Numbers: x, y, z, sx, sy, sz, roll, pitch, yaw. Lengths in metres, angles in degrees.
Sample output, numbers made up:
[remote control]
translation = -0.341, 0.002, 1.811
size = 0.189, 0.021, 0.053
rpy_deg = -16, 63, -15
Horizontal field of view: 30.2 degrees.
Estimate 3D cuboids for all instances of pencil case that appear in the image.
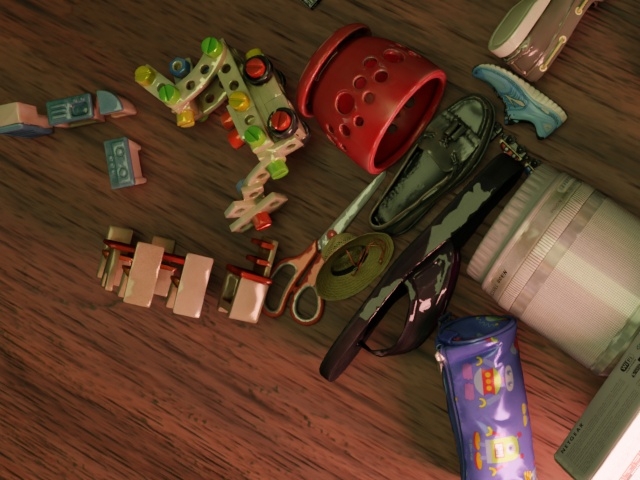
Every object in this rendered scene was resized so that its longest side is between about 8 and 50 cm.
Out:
[pencil case]
translation = 0.246, 0.258, 1.760
size = 0.133, 0.119, 0.306
rpy_deg = -13, 101, -15

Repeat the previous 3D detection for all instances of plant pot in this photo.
[plant pot]
translation = 0.070, -0.224, 1.805
size = 0.174, 0.191, 0.191
rpy_deg = 38, 98, 14

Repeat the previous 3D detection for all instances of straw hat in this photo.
[straw hat]
translation = 0.039, 0.023, 1.860
size = 0.144, 0.144, 0.061
rpy_deg = -45, 54, 10

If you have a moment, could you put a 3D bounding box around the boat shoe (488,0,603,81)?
[boat shoe]
translation = 0.377, -0.376, 1.776
size = 0.091, 0.109, 0.305
rpy_deg = 39, 88, -17

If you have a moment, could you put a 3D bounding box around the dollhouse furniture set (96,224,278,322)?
[dollhouse furniture set]
translation = -0.211, 0.034, 1.857
size = 0.259, 0.262, 0.135
rpy_deg = 14, 91, -20

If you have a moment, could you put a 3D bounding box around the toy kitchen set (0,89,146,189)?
[toy kitchen set]
translation = -0.414, -0.154, 1.959
size = 0.207, 0.122, 0.166
rpy_deg = -10, 87, 14

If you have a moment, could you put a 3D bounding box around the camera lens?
[camera lens]
translation = 0.378, 0.045, 1.710
size = 0.274, 0.219, 0.219
rpy_deg = 36, 98, 11

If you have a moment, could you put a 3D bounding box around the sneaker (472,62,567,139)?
[sneaker]
translation = 0.294, -0.213, 1.814
size = 0.162, 0.063, 0.073
rpy_deg = 38, 101, 12

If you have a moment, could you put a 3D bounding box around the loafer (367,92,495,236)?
[loafer]
translation = 0.170, -0.111, 1.819
size = 0.096, 0.084, 0.267
rpy_deg = 41, 106, 14

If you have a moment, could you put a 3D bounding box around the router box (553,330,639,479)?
[router box]
translation = 0.528, 0.232, 1.626
size = 0.301, 0.082, 0.335
rpy_deg = 29, 98, -31

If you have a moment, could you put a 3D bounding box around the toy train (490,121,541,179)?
[toy train]
translation = 0.297, -0.137, 1.830
size = 0.158, 0.027, 0.036
rpy_deg = 45, 103, 11

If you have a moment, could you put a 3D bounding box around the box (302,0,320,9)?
[box]
translation = -0.022, -0.425, 1.916
size = 0.083, 0.018, 0.067
rpy_deg = 44, 99, 10

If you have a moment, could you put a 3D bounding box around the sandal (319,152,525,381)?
[sandal]
translation = 0.165, 0.063, 1.790
size = 0.107, 0.167, 0.446
rpy_deg = 43, 99, 12

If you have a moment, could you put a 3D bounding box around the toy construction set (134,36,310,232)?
[toy construction set]
translation = -0.138, -0.179, 1.875
size = 0.215, 0.151, 0.328
rpy_deg = -30, 83, 12

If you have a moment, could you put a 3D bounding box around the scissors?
[scissors]
translation = 0.000, 0.000, 1.907
size = 0.109, 0.021, 0.297
rpy_deg = 26, 96, 13
